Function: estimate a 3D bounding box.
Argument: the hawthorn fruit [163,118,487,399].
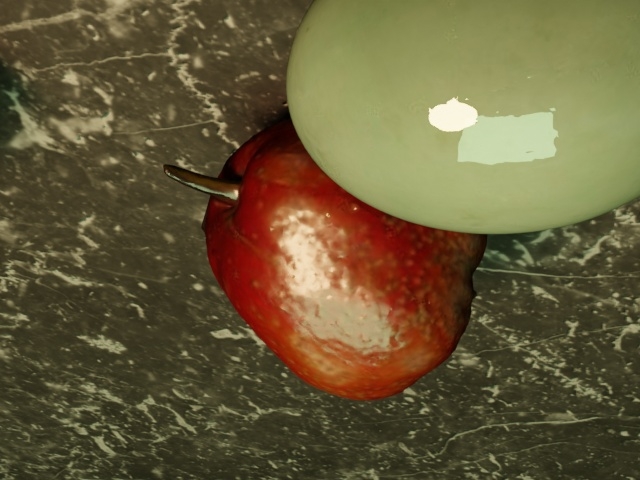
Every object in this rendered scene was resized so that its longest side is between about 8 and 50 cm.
[{"bbox_3d":[0.000,0.000,1.462,0.369,0.285,0.285,26,146,-23],"label":"hawthorn fruit"}]

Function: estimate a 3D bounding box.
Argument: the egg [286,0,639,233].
[{"bbox_3d":[0.157,-0.144,1.175,0.389,0.276,0.276,-7,146,21],"label":"egg"}]
